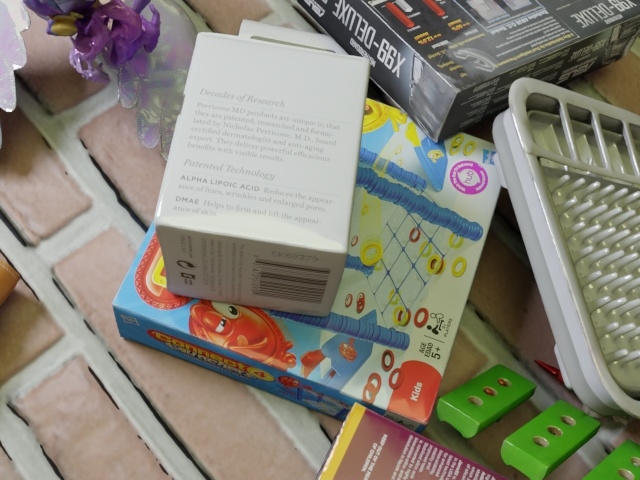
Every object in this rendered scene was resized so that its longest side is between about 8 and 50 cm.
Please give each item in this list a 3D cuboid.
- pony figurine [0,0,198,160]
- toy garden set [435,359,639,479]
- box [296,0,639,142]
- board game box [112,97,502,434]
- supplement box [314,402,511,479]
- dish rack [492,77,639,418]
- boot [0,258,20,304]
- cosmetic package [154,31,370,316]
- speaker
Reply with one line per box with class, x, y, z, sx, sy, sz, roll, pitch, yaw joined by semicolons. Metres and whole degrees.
pony figurine;-0.248;-0.258;0.871;0.303;0.363;0.351;-1;81;-15
toy garden set;0.254;0.191;0.806;0.244;0.049;0.204;30;29;32
box;0.169;-0.257;0.978;0.307;0.076;0.242;-27;63;-29
board game box;0.000;0.000;0.887;0.302;0.086;0.308;20;65;2
supplement box;0.091;0.228;0.784;0.188;0.104;0.081;26;66;6
dish rack;0.286;0.017;0.870;0.285;0.072;0.333;8;60;-40
boot;-0.437;0.050;0.801;0.283;0.109;0.220;28;67;4
cosmetic package;-0.047;-0.052;0.774;0.151;0.151;0.183;9;64;-2
speaker;-0.024;-0.206;0.996;0.136;0.055;0.055;11;65;-2
